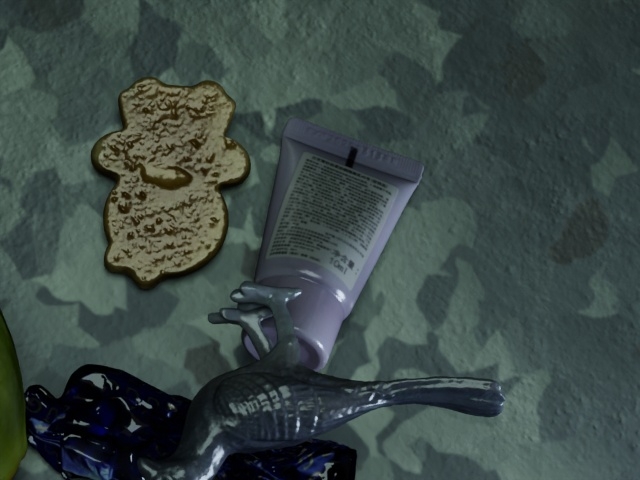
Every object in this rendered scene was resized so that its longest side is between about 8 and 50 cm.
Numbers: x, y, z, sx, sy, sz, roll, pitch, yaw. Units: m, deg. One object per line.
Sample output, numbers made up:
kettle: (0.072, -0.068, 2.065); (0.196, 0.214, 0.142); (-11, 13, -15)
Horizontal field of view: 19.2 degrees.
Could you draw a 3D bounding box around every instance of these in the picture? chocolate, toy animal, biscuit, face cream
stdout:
chocolate: (-0.124, 0.197, 1.829); (0.343, 0.126, 0.148); (19, 104, 7)
toy animal: (-0.034, 0.133, 1.760); (0.367, 0.081, 0.206); (-17, 62, -17)
biscuit: (-0.155, -0.059, 1.946); (0.166, 0.036, 0.226); (3, 73, -5)
face cream: (0.000, 0.000, 1.925); (0.154, 0.096, 0.274); (19, 57, 3)

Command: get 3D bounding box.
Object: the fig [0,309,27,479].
fig: (-0.410, 0.131, 1.725); (0.316, 0.316, 0.316); (2, 71, -6)
